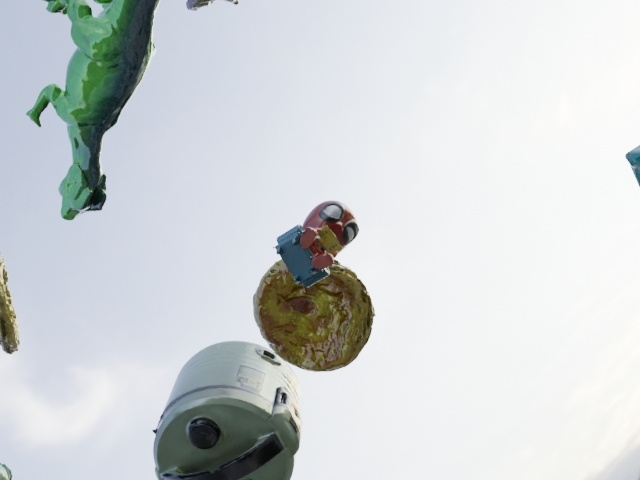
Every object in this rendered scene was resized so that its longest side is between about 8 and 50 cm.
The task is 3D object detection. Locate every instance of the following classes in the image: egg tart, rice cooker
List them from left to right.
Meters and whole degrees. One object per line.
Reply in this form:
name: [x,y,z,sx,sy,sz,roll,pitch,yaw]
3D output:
egg tart: [-0.573,0.107,1.477,0.074,0.191,0.191,-10,-44,-16]
rice cooker: [-0.133,0.288,1.298,0.226,0.226,0.244,-60,7,18]
egg tart: [-0.011,0.152,1.891,0.295,0.295,0.116,-66,-9,27]

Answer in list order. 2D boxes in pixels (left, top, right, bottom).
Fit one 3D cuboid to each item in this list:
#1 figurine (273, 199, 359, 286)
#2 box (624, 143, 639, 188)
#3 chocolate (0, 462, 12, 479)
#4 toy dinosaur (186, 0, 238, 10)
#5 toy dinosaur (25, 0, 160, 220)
figurine: [0.000,0.000,0.977,0.075,0.068,0.140,-33,5,27]
box: [0.381,0.007,0.709,0.092,0.153,0.245,-33,-77,-22]
chocolate: [-0.735,0.451,1.659,0.110,0.110,0.291,-44,-35,-6]
toy dinosaur: [-0.198,-0.467,1.566,0.199,0.251,0.072,-10,-76,7]
toy dinosaur: [-0.282,-0.278,1.277,0.500,0.374,0.144,-24,-21,37]
